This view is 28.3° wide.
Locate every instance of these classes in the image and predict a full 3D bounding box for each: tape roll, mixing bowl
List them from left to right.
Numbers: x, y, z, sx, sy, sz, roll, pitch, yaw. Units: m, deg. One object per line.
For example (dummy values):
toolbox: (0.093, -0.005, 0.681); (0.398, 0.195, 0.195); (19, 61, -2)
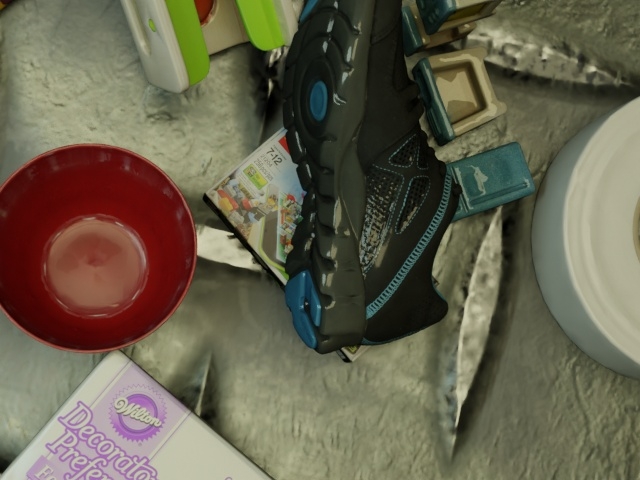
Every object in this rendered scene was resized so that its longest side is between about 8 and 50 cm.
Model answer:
mixing bowl: (-0.199, 0.014, 1.116); (0.181, 0.098, 0.181); (1, 78, -6)
tape roll: (0.349, -0.005, 1.206); (0.286, 0.100, 0.286); (1, 84, -8)

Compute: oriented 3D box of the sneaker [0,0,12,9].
sneaker: (-0.268, -0.258, 1.152); (0.084, 0.069, 0.185); (23, 82, 0)

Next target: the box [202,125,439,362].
box: (0.000, 0.000, 1.183); (0.114, 0.036, 0.207); (-42, 91, -11)

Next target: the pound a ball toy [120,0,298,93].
pound a ball toy: (-0.090, -0.277, 1.130); (0.208, 0.136, 0.319); (-26, 115, -20)

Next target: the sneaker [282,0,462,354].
sneaker: (0.047, -0.074, 1.106); (0.139, 0.125, 0.341); (-3, 106, -22)

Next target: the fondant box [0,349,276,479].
fondant box: (-0.196, 0.292, 1.095); (0.238, 0.096, 0.330); (41, 79, -3)

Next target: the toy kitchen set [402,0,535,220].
toy kitchen set: (0.120, -0.127, 1.148); (0.122, 0.166, 0.207); (-19, 87, -10)
